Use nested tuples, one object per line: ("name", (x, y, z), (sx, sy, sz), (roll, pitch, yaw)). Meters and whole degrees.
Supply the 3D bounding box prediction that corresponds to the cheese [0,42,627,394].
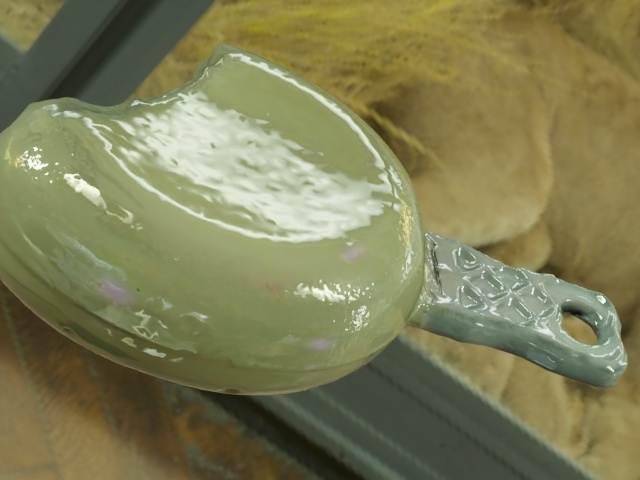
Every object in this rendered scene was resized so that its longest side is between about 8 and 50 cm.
("cheese", (0.001, 0.014, 0.529), (0.249, 0.071, 0.163), (31, 37, 2))
